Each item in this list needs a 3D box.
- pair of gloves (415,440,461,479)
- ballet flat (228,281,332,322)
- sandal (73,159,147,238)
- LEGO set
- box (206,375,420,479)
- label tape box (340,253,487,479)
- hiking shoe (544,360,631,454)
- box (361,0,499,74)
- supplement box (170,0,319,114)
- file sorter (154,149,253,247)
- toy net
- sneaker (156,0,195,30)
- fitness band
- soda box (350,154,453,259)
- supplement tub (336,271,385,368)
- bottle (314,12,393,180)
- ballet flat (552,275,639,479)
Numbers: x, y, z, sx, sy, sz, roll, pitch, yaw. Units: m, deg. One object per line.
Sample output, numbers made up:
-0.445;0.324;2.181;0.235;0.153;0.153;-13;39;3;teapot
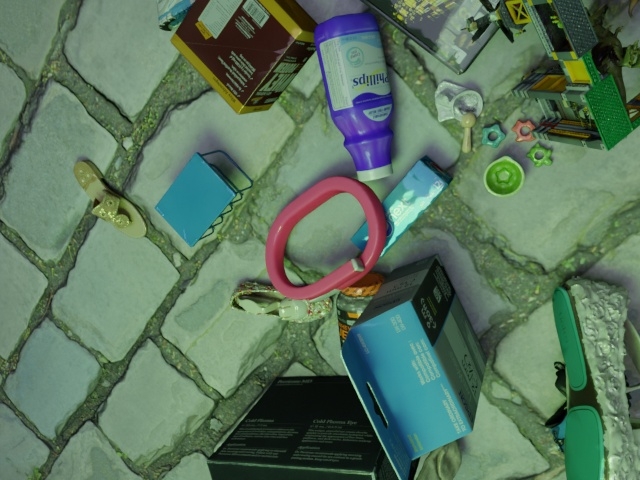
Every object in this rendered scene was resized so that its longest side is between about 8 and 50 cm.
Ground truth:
0.219;0.384;1.023;0.042;0.204;0.240;-11;102;37;pair of gloves
-0.095;0.145;1.144;0.240;0.077;0.091;2;107;21;ballet flat
-0.526;-0.087;1.241;0.088;0.079;0.240;-41;89;27;sandal
0.383;-0.298;0.762;0.255;0.192;0.331;-46;115;1;LEGO set
0.009;0.434;1.063;0.343;0.312;0.179;-7;105;24;box
0.178;0.202;0.900;0.115;0.347;0.249;-23;97;26;label tape box
0.493;0.379;0.976;0.132;0.113;0.304;8;100;27;hiking shoe
0.221;-0.514;0.795;0.318;0.097;0.395;39;118;2;box
-0.132;-0.375;0.962;0.191;0.129;0.194;47;117;2;supplement box
-0.245;-0.093;1.112;0.118;0.104;0.170;47;117;3;file sorter
0.290;-0.193;0.898;0.122;0.045;0.232;-39;90;27;toy net
-0.255;-0.488;1.012;0.190;0.071;0.083;-14;95;25;sneaker
0.000;0.000;1.018;0.290;0.054;0.209;-33;65;33;fitness band
0.152;-0.058;0.984;0.071;0.067;0.210;42;117;5;soda box
0.093;0.168;1.053;0.116;0.117;0.191;-1;106;22;supplement tub
0.071;-0.250;0.926;0.092;0.118;0.283;5;111;56;bottle
0.475;0.258;0.845;0.146;0.147;0.409;-5;74;23;ballet flat
